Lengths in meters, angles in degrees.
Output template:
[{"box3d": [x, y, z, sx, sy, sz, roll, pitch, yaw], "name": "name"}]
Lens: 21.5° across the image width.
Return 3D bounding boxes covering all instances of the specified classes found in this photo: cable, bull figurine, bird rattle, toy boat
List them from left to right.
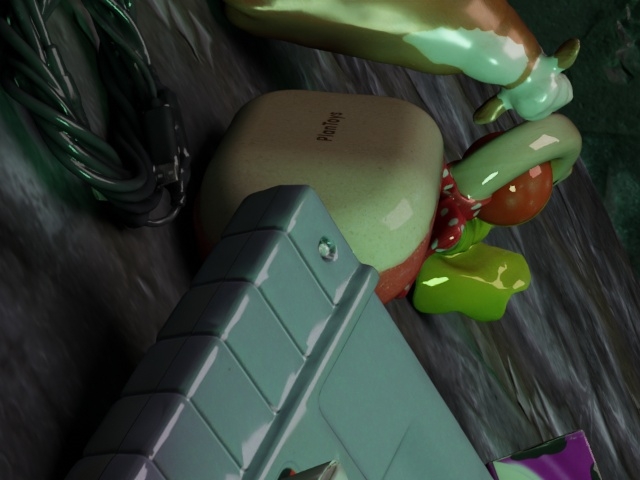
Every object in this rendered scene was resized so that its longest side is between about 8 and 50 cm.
[{"box3d": [-0.133, -0.099, 0.935, 0.150, 0.047, 0.184, 26, 46, -59], "name": "cable"}, {"box3d": [0.000, 0.000, 1.094, 0.231, 0.151, 0.151, -70, 164, -67], "name": "toy boat"}, {"box3d": [0.063, -0.192, 1.332, 0.310, 0.101, 0.188, 14, 35, -17], "name": "bull figurine"}, {"box3d": [0.122, -0.042, 1.404, 0.143, 0.207, 0.253, 54, 1, 23], "name": "bird rattle"}]

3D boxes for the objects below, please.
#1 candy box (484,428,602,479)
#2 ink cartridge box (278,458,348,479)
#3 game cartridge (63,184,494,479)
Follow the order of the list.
[{"box3d": [0.147, 0.229, 1.151, 0.233, 0.071, 0.159, 110, -38, -74], "name": "candy box"}, {"box3d": [-0.055, 0.175, 0.562, 0.128, 0.176, 0.127, 65, 16, -7], "name": "ink cartridge box"}, {"box3d": [0.020, 0.176, 0.867, 0.355, 0.068, 0.230, 57, 39, -29], "name": "game cartridge"}]
